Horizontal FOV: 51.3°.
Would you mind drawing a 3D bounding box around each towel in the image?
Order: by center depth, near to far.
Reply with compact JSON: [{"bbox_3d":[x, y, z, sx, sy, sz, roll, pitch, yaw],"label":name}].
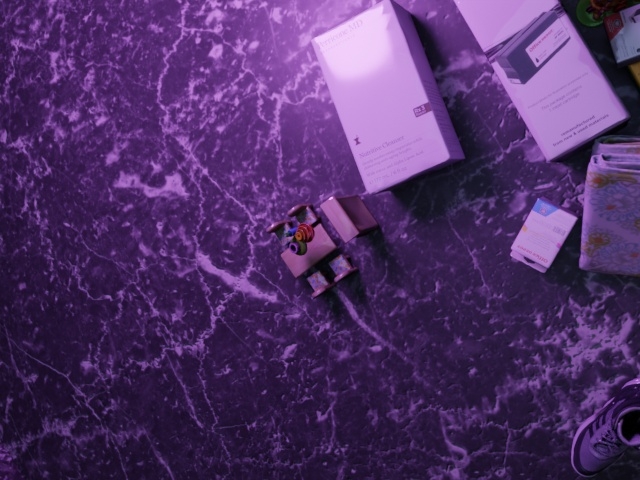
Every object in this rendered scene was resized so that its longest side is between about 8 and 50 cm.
[{"bbox_3d":[0.673,-0.045,1.272,0.321,0.374,0.090,9,56,24],"label":"towel"}]

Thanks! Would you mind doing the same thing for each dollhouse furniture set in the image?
[{"bbox_3d":[0.000,0.000,1.629,0.242,0.161,0.212,-38,81,22],"label":"dollhouse furniture set"}]

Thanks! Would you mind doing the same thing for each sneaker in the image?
[{"bbox_3d":[0.625,0.415,1.416,0.101,0.153,0.268,37,109,15],"label":"sneaker"}]

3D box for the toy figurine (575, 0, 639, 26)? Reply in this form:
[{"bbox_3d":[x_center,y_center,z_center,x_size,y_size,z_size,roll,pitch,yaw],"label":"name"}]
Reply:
[{"bbox_3d":[0.592,-0.499,1.324,0.173,0.159,0.130,-20,88,24],"label":"toy figurine"}]

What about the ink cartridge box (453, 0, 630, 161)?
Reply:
[{"bbox_3d":[0.442,-0.364,1.334,0.166,0.285,0.394,-31,83,23],"label":"ink cartridge box"}]

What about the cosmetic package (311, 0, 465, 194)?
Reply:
[{"bbox_3d":[0.156,-0.323,1.530,0.217,0.156,0.384,-24,87,25],"label":"cosmetic package"}]

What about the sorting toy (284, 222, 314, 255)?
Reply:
[{"bbox_3d":[-0.056,-0.002,1.584,0.061,0.042,0.102,46,133,16],"label":"sorting toy"}]

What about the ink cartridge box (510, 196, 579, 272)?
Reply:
[{"bbox_3d":[0.488,-0.012,1.460,0.092,0.090,0.143,31,108,17],"label":"ink cartridge box"}]

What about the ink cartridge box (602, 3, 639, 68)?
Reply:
[{"bbox_3d":[0.629,-0.406,1.286,0.135,0.056,0.099,-17,85,24],"label":"ink cartridge box"}]

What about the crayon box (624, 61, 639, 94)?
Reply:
[{"bbox_3d":[0.733,-0.308,1.327,0.165,0.081,0.278,-29,84,23],"label":"crayon box"}]
